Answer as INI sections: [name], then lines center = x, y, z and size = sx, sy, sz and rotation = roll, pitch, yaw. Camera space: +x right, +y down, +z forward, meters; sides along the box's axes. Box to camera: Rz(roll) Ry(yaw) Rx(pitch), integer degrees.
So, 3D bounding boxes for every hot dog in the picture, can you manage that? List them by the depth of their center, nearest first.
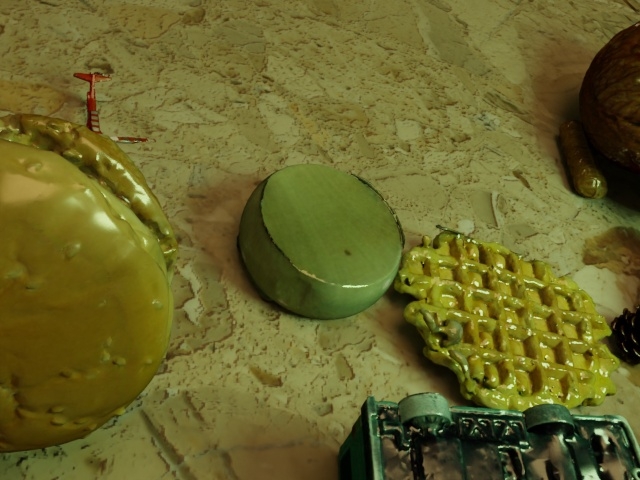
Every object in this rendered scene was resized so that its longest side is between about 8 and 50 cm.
[hot dog]
center = 0.551, -0.190, 1.108
size = 0.267, 0.174, 0.388
rotation = 31, 48, -11

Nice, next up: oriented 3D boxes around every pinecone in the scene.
[pinecone]
center = 0.412, 0.115, 0.877
size = 0.077, 0.083, 0.077
rotation = 6, 66, -13

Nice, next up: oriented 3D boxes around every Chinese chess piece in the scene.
[Chinese chess piece]
center = 0.000, 0.000, 0.795
size = 0.188, 0.083, 0.188
rotation = 15, 47, -16

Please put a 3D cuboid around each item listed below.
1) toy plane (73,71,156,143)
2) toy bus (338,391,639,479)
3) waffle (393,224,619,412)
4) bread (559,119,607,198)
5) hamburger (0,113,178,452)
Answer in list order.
[toy plane]
center = -0.264, -0.115, 0.778
size = 0.126, 0.077, 0.194
rotation = -14, 52, -36
[toy bus]
center = 0.151, 0.226, 0.629
size = 0.256, 0.147, 0.128
rotation = 7, 52, -12
[waffle]
center = 0.224, 0.096, 0.829
size = 0.262, 0.060, 0.280
rotation = -27, 68, -41
[bread]
center = 0.414, -0.130, 1.102
size = 0.052, 0.044, 0.157
rotation = 18, 48, -20
[hamburger]
center = -0.252, 0.045, 0.503
size = 0.318, 0.319, 0.158
rotation = 8, 35, -18
